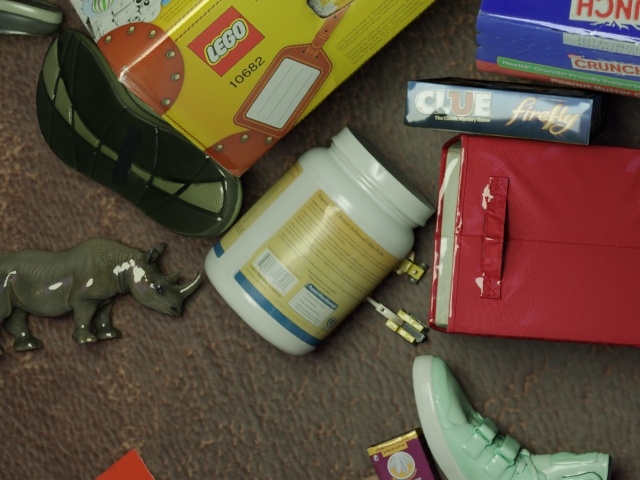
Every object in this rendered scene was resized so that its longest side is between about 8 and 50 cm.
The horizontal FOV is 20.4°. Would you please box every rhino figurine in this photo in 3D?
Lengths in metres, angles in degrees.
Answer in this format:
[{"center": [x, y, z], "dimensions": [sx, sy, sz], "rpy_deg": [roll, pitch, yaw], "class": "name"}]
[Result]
[{"center": [-0.240, 0.052, 1.833], "dimensions": [0.243, 0.073, 0.106], "rpy_deg": [-9, 90, 10], "class": "rhino figurine"}]

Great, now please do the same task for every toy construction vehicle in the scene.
[{"center": [0.097, 0.057, 1.782], "dimensions": [0.098, 0.035, 0.086], "rpy_deg": [40, 96, 10], "class": "toy construction vehicle"}]

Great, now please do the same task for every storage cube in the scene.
[{"center": [0.210, 0.001, 1.668], "dimensions": [0.193, 0.215, 0.183], "rpy_deg": [4, 89, -1], "class": "storage cube"}]

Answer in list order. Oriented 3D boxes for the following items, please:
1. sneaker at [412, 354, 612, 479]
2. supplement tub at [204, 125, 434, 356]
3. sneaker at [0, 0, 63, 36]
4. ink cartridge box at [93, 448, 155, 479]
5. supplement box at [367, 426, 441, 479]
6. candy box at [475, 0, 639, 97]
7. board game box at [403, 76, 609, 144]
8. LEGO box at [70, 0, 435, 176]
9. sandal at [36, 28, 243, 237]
[{"center": [0.197, 0.203, 1.728], "dimensions": [0.151, 0.094, 0.256], "rpy_deg": [-27, 93, 16], "class": "sneaker"}, {"center": [0.000, 0.000, 1.747], "dimensions": [0.199, 0.144, 0.144], "rpy_deg": [-45, 81, 8], "class": "supplement tub"}, {"center": [-0.376, -0.203, 1.871], "dimensions": [0.222, 0.083, 0.118], "rpy_deg": [6, 101, 14], "class": "sneaker"}, {"center": [-0.283, 0.419, 1.750], "dimensions": [0.385, 0.091, 0.308], "rpy_deg": [-37, 59, 1], "class": "ink cartridge box"}, {"center": [0.088, 0.235, 1.776], "dimensions": [0.055, 0.043, 0.083], "rpy_deg": [-23, 85, 9], "class": "supplement box"}, {"center": [0.308, -0.294, 1.654], "dimensions": [0.268, 0.122, 0.317], "rpy_deg": [12, 68, 12], "class": "candy box"}, {"center": [0.180, -0.124, 1.662], "dimensions": [0.165, 0.243, 0.042], "rpy_deg": [7, 97, 11], "class": "board game box"}, {"center": [-0.016, -0.369, 1.652], "dimensions": [0.500, 0.193, 0.372], "rpy_deg": [-42, 48, 8], "class": "LEGO box"}, {"center": [-0.184, -0.102, 1.814], "dimensions": [0.303, 0.086, 0.120], "rpy_deg": [41, 116, 25], "class": "sandal"}]
